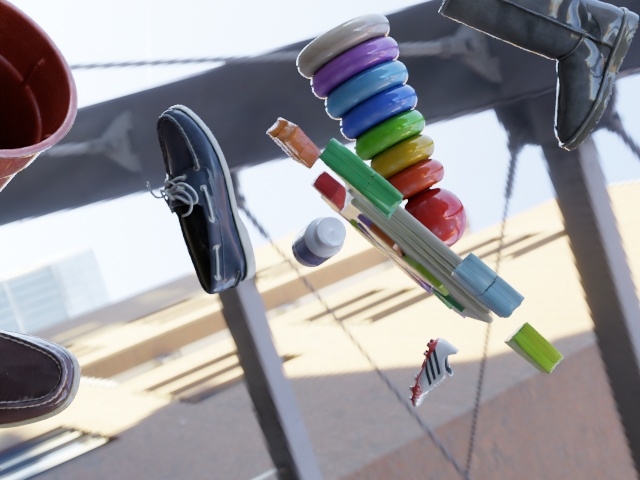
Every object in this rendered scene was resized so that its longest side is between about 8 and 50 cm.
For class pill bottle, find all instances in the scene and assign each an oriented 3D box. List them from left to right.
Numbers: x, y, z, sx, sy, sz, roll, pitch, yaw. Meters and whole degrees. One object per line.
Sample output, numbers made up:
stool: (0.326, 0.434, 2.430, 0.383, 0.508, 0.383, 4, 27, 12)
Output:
pill bottle: (0.000, 0.000, 1.771, 0.067, 0.067, 0.120, 65, -22, 5)

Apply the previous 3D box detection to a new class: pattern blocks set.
pattern blocks set: (0.069, 0.007, 0.855, 0.285, 0.026, 0.325, 40, -2, 15)

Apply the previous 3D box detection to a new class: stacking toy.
stacking toy: (0.102, -0.138, 1.498, 0.330, 0.141, 0.141, 61, -31, 3)

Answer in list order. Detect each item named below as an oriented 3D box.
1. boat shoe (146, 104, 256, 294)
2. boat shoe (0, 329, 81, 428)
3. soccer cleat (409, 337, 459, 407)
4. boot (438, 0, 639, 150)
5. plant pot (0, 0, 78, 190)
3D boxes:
boat shoe: (-0.168, -0.052, 1.459, 0.095, 0.079, 0.254, -6, -75, 51)
boat shoe: (-0.461, 0.146, 1.297, 0.123, 0.342, 0.123, 83, 17, -74)
soccer cleat: (0.116, 0.139, 1.125, 0.036, 0.029, 0.083, 23, -70, 15)
boot: (0.232, -0.223, 1.231, 0.076, 0.209, 0.189, 170, -59, -77)
plant pot: (-0.470, -0.128, 1.306, 0.265, 0.272, 0.272, -45, -111, 37)
